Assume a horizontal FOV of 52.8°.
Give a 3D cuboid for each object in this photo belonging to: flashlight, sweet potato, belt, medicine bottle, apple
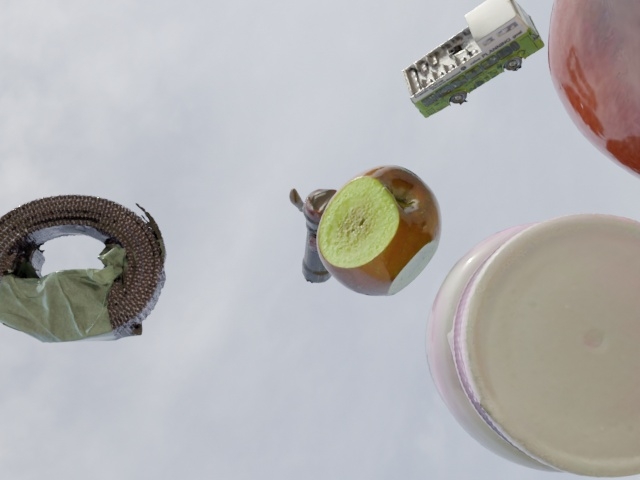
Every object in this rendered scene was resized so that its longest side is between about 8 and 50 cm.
[{"bbox_3d":[0.000,0.000,1.323,0.092,0.232,0.093,4,-133,-5],"label":"flashlight"},{"bbox_3d":[-0.047,-0.080,1.379,0.115,0.026,0.026,55,-131,-63],"label":"sweet potato"},{"bbox_3d":[-0.440,0.051,1.145,0.324,0.122,0.261,0,-103,-11],"label":"belt"},{"bbox_3d":[0.239,0.105,0.659,0.255,0.325,0.256,-1,-100,6],"label":"medicine bottle"},{"bbox_3d":[0.075,-0.018,0.823,0.146,0.147,0.163,49,-146,20],"label":"apple"}]

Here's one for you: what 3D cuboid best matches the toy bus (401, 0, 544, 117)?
[{"bbox_3d":[0.322,-0.399,1.413,0.139,0.301,0.113,28,-139,-45],"label":"toy bus"}]

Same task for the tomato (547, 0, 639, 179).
[{"bbox_3d":[0.342,-0.183,0.483,0.272,0.341,0.342,-9,-89,-31],"label":"tomato"}]
